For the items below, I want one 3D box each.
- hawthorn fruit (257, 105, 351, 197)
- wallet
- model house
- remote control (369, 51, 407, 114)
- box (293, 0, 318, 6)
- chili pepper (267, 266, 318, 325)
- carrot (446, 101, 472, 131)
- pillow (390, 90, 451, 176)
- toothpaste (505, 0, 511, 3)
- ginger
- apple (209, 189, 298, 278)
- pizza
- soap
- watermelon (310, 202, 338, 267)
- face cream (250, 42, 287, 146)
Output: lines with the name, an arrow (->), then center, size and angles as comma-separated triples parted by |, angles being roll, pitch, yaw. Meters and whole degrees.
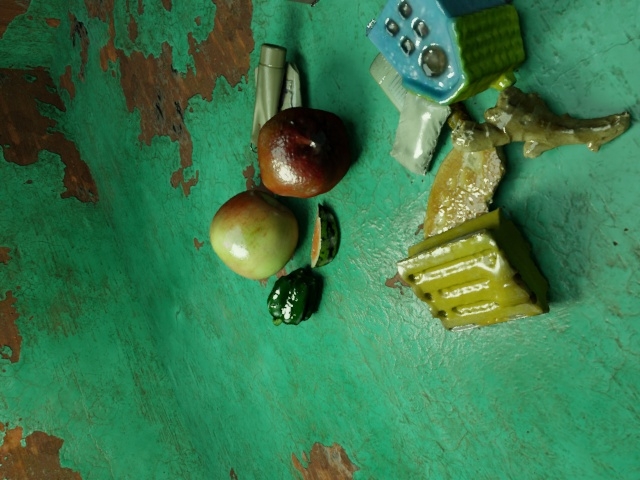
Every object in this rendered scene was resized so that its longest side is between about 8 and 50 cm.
hawthorn fruit -> -0.050, -0.255, 1.388 | 0.311, 0.295, 0.295 | 106, 139, -74
wallet -> -0.151, -0.454, 1.579 | 0.275, 0.068, 0.335 | 6, 103, 47
model house -> 0.289, -0.435, 0.992 | 0.303, 0.237, 0.215 | 55, 148, 10
remote control -> 0.221, -0.410, 1.230 | 0.233, 0.038, 0.098 | 58, 135, 16
box -> -0.064, -0.847, 1.325 | 0.188, 0.153, 0.252 | -23, 85, 47
chili pepper -> -0.104, 0.227, 1.649 | 0.165, 0.174, 0.261 | 25, 120, 11
carrot -> 0.306, -0.358, 1.137 | 0.069, 0.069, 0.228 | -37, 76, 45
pillow -> 0.251, -0.275, 1.185 | 0.128, 0.051, 0.229 | 39, 147, 23
toothpaste -> 0.422, -0.581, 0.974 | 0.075, 0.048, 0.301 | 39, 138, -2
ginger -> 0.454, -0.244, 0.971 | 0.334, 0.081, 0.148 | 12, 91, 21
apple -> -0.225, -0.027, 1.607 | 0.277, 0.319, 0.319 | -44, 66, 12
pizza -> 0.362, -0.129, 1.136 | 0.182, 0.074, 0.365 | 38, 123, 35
soap -> 0.368, 0.089, 1.115 | 0.281, 0.143, 0.259 | -26, 107, 44
watermelon -> 0.004, -0.002, 1.555 | 0.119, 0.063, 0.245 | 44, 136, 52
face cream -> -0.175, -0.461, 1.510 | 0.137, 0.084, 0.341 | 40, 129, 39
